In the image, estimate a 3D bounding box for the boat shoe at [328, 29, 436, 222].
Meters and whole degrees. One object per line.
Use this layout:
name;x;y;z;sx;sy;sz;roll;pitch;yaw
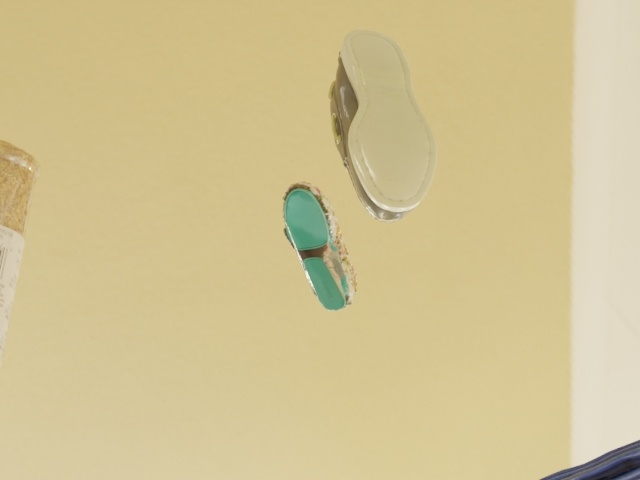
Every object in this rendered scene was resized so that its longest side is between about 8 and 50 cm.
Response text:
boat shoe;0.069;-0.130;1.447;0.091;0.109;0.305;113;-22;-45

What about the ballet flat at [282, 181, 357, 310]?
ballet flat;0.000;0.000;1.825;0.077;0.091;0.241;-62;144;-50

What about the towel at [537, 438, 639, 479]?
towel;0.252;0.201;1.009;0.336;0.243;0.040;12;54;-60

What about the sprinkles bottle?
sprinkles bottle;-0.370;0.076;1.188;0.121;0.121;0.356;111;-13;-72
